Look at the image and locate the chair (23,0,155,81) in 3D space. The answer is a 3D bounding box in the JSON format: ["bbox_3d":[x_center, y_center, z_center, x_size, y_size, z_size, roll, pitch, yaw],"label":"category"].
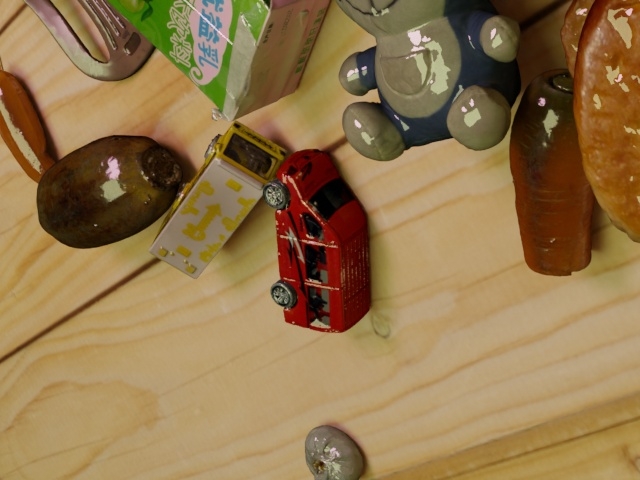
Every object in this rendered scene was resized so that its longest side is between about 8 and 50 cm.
[{"bbox_3d":[-0.352,-0.315,1.750,0.326,0.183,0.175,55,142,9],"label":"chair"}]

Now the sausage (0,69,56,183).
[{"bbox_3d":[-0.390,-0.143,1.997,0.183,0.054,0.062,66,169,-9],"label":"sausage"}]

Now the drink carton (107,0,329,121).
[{"bbox_3d":[-0.128,-0.270,1.589,0.271,0.108,0.161,44,138,20],"label":"drink carton"}]

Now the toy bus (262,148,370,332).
[{"bbox_3d":[0.000,0.000,1.640,0.089,0.081,0.195,15,123,30],"label":"toy bus"}]

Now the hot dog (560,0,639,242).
[{"bbox_3d":[0.315,-0.180,1.103,0.223,0.185,0.405,51,139,10],"label":"hot dog"}]

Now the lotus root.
[{"bbox_3d":[-0.262,-0.059,1.854,0.241,0.123,0.124,-17,108,53],"label":"lotus root"}]

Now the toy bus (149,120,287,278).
[{"bbox_3d":[-0.121,-0.045,1.725,0.081,0.074,0.226,33,141,-9],"label":"toy bus"}]

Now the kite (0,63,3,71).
[{"bbox_3d":[-0.466,-0.324,2.009,0.222,0.008,0.125,48,137,15],"label":"kite"}]

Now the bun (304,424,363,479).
[{"bbox_3d":[0.012,0.259,1.806,0.083,0.045,0.083,21,122,38],"label":"bun"}]

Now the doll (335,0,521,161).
[{"bbox_3d":[0.089,-0.209,1.353,0.228,0.154,0.258,-6,109,54],"label":"doll"}]

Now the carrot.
[{"bbox_3d":[0.209,-0.059,1.372,0.087,0.087,0.193,29,133,33],"label":"carrot"}]
